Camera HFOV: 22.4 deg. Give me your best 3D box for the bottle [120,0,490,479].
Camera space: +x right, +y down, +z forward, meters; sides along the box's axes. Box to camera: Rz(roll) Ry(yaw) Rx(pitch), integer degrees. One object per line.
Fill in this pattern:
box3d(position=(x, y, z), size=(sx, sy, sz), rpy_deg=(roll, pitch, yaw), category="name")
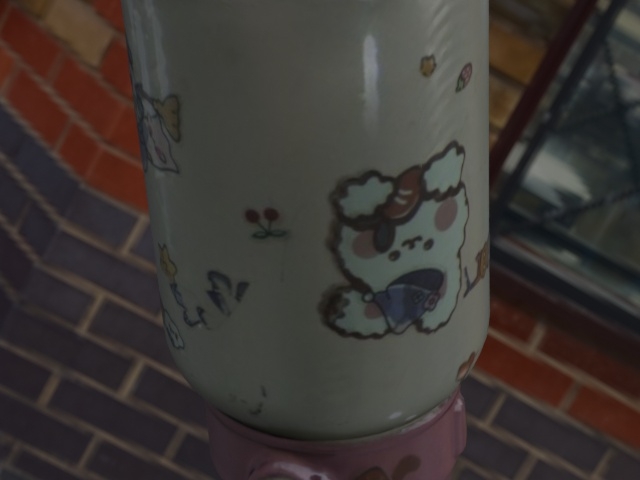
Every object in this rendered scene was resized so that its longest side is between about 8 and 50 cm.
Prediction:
box3d(position=(0.000, 0.000, 0.522), size=(0.110, 0.233, 0.110), rpy_deg=(-2, 32, 1), category="bottle")
